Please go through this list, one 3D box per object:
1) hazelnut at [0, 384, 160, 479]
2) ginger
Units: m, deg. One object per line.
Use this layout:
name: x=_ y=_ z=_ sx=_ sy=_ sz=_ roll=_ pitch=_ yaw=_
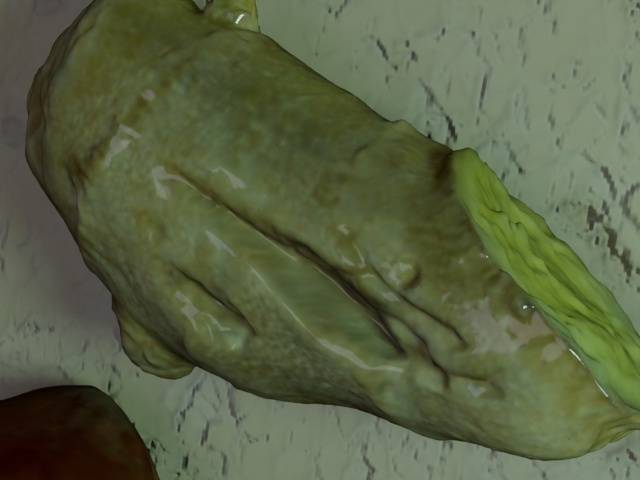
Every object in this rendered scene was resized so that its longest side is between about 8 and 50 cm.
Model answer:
hazelnut: x=-0.161 y=0.166 z=0.868 sx=0.208 sy=0.208 sz=0.208 roll=4 pitch=98 yaw=31
ginger: x=0.000 y=0.000 z=0.769 sx=0.354 sy=0.126 sz=0.190 roll=24 pitch=102 yaw=29
